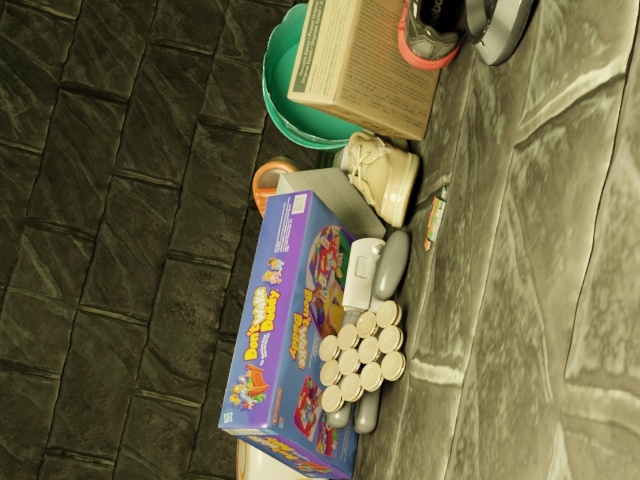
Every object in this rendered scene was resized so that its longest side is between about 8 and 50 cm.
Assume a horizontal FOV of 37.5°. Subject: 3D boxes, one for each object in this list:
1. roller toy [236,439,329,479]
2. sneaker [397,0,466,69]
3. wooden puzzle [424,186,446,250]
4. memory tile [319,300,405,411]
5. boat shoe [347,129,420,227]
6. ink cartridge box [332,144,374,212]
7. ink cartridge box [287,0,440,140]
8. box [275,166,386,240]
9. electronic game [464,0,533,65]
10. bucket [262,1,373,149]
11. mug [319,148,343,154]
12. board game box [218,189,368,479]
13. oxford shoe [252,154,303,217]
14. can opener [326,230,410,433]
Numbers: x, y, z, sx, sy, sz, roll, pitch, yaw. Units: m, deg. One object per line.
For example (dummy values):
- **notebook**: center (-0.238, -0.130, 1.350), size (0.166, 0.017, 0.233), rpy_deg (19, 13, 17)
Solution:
- **roller toy**: center (-0.057, 0.360, 1.566), size (0.209, 0.146, 0.191), rpy_deg (138, 135, -74)
- **sneaker**: center (0.168, -0.360, 1.210), size (0.135, 0.097, 0.276), rpy_deg (-130, 51, -84)
- **wooden puzzle**: center (0.142, -0.027, 1.169), size (0.049, 0.006, 0.083), rpy_deg (-107, 30, -79)
- **memory tile**: center (0.053, 0.151, 1.223), size (0.148, 0.012, 0.113), rpy_deg (-35, 45, 35)
- **boat shoe**: center (0.086, -0.102, 1.428), size (0.302, 0.098, 0.109), rpy_deg (-90, 14, -68)
- **ink cartridge box**: center (0.060, -0.099, 1.790), size (0.190, 0.082, 0.140), rpy_deg (-166, 88, -84)
- **ink cartridge box**: center (0.074, -0.258, 1.312), size (0.234, 0.088, 0.193), rpy_deg (13, -90, -52)
- **box**: center (0.000, 0.000, 1.615), size (0.182, 0.119, 0.181), rpy_deg (56, 142, 38)
- **electronic game**: center (0.199, -0.303, 1.011), size (0.229, 0.048, 0.229), rpy_deg (-175, 90, -86)
- **bucket**: center (0.019, -0.305, 1.799), size (0.183, 0.281, 0.281), rpy_deg (118, 164, -84)
- **mug**: center (0.051, -0.247, 2.150), size (0.129, 0.097, 0.158), rpy_deg (115, 166, -64)
- **board game box**: center (-0.015, 0.137, 1.344), size (0.233, 0.078, 0.347), rpy_deg (45, -133, -47)
- **oxford shoe**: center (-0.028, 0.004, 1.849), size (0.133, 0.130, 0.364), rpy_deg (-63, -37, -68)
- **can opener**: center (0.062, 0.119, 1.286), size (0.093, 0.074, 0.280), rpy_deg (122, 160, -71)
